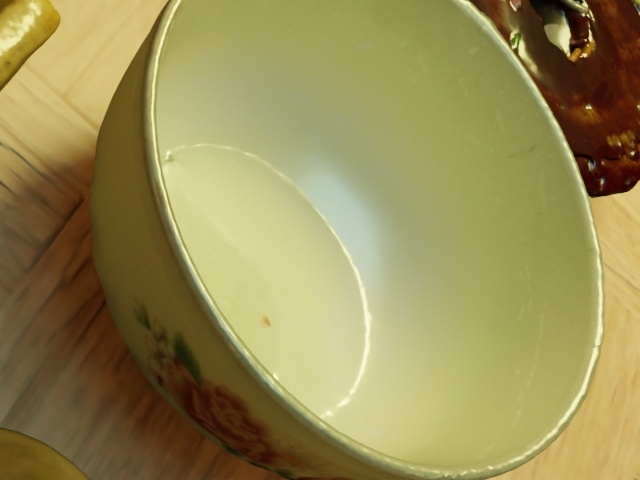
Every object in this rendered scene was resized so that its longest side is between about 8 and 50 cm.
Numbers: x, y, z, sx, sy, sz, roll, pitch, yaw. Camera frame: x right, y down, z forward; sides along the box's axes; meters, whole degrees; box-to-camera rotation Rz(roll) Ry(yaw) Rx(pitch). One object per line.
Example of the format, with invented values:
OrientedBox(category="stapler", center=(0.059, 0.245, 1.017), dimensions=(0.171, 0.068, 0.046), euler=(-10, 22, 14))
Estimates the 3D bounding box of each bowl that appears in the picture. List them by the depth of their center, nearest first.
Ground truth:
OrientedBox(category="bowl", center=(0.000, 0.000, 0.613), dimensions=(0.277, 0.145, 0.277), euler=(21, 54, -32))

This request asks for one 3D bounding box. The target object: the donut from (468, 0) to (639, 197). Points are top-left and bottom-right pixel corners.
OrientedBox(category="donut", center=(0.137, -0.127, 0.836), dimensions=(0.235, 0.089, 0.235), euler=(18, 58, -32))

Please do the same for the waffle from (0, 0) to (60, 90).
OrientedBox(category="waffle", center=(-0.251, -0.102, 0.511), dimensions=(0.221, 0.055, 0.248), euler=(43, 47, -15))

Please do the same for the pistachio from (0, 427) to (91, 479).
OrientedBox(category="pistachio", center=(-0.111, 0.154, 0.473), dimensions=(0.108, 0.126, 0.185), euler=(-32, 95, -3))
